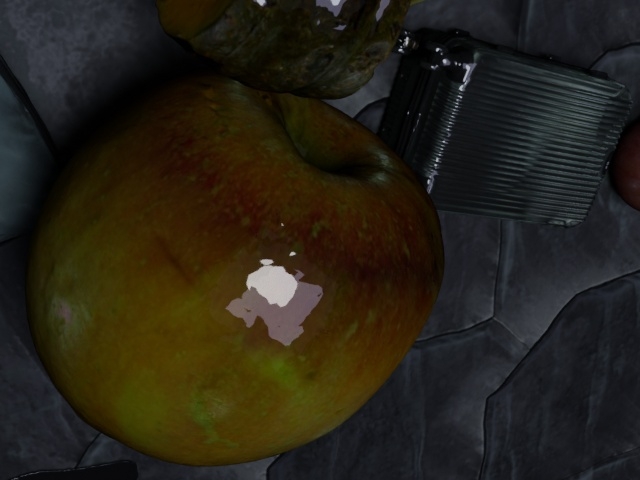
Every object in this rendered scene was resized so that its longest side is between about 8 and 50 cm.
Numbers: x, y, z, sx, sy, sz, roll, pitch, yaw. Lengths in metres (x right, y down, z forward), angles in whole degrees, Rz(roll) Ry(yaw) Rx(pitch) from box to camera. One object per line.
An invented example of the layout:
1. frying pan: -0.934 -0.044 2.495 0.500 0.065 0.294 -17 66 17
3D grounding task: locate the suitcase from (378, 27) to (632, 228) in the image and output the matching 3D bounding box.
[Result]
1. suitcase: 0.203 -0.125 1.045 0.312 0.128 0.202 6 111 -32

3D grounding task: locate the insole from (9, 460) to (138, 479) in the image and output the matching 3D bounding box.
1. insole: -0.305 0.291 1.054 0.188 0.004 0.064 -6 117 -26

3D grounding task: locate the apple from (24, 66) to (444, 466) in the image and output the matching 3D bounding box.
1. apple: -0.078 0.033 0.848 0.384 0.374 0.374 -7 121 -58

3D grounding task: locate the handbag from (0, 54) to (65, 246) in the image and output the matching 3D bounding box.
1. handbag: -0.356 -0.115 0.785 0.191 0.075 0.332 -27 128 -12

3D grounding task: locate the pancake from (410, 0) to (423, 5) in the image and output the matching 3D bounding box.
1. pancake: 0.134 -0.444 0.901 0.305 0.067 0.426 0 115 -20

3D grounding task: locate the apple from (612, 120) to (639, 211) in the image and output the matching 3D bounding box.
1. apple: 0.474 -0.102 1.210 0.153 0.120 0.153 -12 118 -23

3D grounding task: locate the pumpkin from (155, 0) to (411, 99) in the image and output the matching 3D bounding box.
1. pumpkin: -0.054 -0.237 0.740 0.139 0.317 0.222 14 127 -39
